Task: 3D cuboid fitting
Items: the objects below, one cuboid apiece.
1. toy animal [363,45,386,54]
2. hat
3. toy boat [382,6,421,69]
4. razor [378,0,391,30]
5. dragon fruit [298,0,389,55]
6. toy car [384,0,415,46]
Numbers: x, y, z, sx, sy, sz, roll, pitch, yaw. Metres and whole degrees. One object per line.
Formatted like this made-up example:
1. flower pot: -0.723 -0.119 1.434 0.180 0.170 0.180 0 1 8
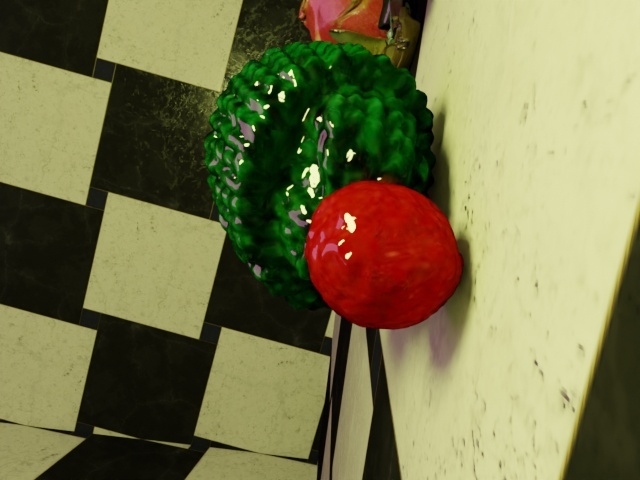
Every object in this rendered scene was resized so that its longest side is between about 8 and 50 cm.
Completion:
1. toy animal: 0.097 -0.301 0.978 0.188 0.089 0.179 46 -121 -56
2. hat: 0.032 -0.042 0.507 0.332 0.242 0.274 46 157 61
3. toy boat: 0.125 -0.310 0.856 0.149 0.049 0.047 96 -179 -74
4. razor: 0.140 -0.456 0.980 0.090 0.054 0.148 -82 -3 -76
5. dragon fruit: 0.062 -0.492 1.173 0.305 0.226 0.305 -171 90 -89
6. toy car: 0.132 -0.385 0.908 0.069 0.055 0.142 -82 -16 -55
